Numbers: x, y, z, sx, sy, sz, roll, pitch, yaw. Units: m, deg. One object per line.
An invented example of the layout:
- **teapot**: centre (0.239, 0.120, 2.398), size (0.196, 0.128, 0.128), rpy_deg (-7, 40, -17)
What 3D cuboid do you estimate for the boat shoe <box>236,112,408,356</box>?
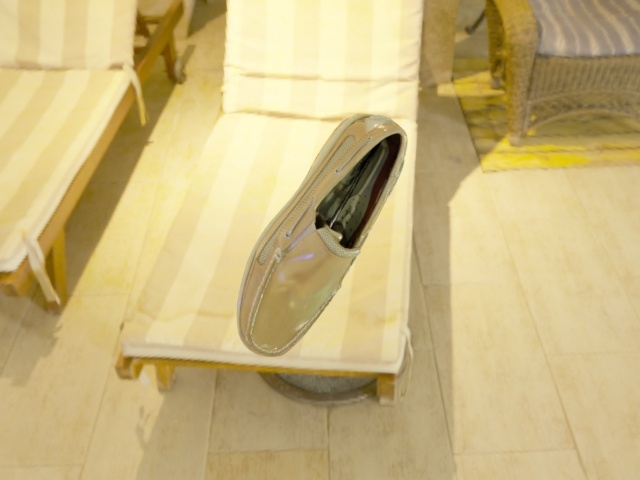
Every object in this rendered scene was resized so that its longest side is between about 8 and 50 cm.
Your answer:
- **boat shoe**: centre (0.000, 0.000, 0.490), size (0.068, 0.190, 0.072), rpy_deg (23, 6, -20)
